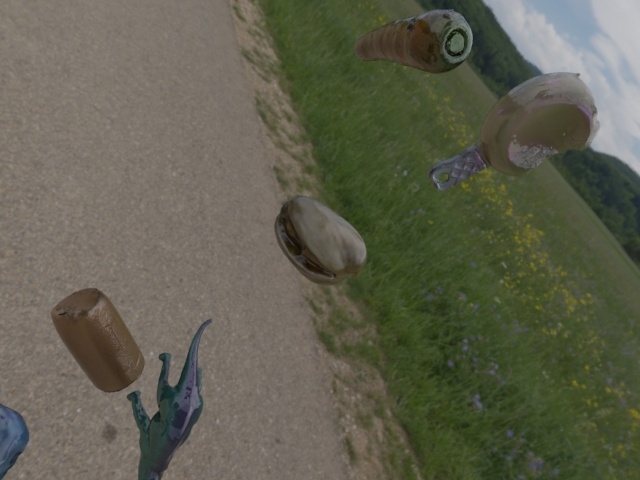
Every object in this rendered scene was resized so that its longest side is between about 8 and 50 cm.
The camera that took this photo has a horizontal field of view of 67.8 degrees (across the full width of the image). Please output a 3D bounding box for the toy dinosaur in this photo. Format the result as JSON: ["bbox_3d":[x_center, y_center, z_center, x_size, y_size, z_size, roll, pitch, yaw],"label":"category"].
[{"bbox_3d":[-0.282,0.398,0.940,0.129,0.383,0.331,25,15,-36],"label":"toy dinosaur"}]

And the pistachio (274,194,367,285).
[{"bbox_3d":[0.000,0.000,0.688,0.149,0.113,0.113,53,25,-2],"label":"pistachio"}]

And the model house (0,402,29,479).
[{"bbox_3d":[-0.467,0.161,0.292,0.445,0.395,0.400,48,14,30],"label":"model house"}]

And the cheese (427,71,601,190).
[{"bbox_3d":[0.323,-0.168,0.820,0.163,0.286,0.082,47,25,-31],"label":"cheese"}]

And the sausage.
[{"bbox_3d":[-0.480,0.210,1.031,0.123,0.123,0.252,-95,179,-51],"label":"sausage"}]

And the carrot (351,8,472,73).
[{"bbox_3d":[0.107,-0.287,0.698,0.078,0.078,0.298,36,2,-29],"label":"carrot"}]
